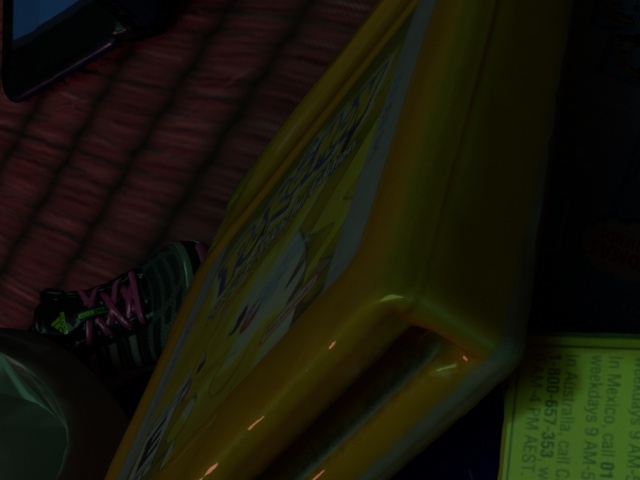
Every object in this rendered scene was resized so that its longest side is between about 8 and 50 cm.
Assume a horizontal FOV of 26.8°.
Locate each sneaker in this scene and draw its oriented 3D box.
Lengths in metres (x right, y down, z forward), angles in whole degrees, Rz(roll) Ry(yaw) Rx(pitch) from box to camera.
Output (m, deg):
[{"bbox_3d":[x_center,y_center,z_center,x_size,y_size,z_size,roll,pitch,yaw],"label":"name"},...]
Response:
[{"bbox_3d":[-0.132,0.051,0.816,0.170,0.075,0.063,-34,59,35],"label":"sneaker"}]

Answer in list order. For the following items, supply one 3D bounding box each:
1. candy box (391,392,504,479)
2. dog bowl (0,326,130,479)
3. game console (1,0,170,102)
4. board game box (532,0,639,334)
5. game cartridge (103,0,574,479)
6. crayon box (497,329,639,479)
[{"bbox_3d":[0.114,0.189,0.508,0.317,0.122,0.268,-25,64,36],"label":"candy box"},{"bbox_3d":[-0.207,0.208,0.779,0.349,0.102,0.348,5,97,44],"label":"dog bowl"},{"bbox_3d":[-0.196,-0.273,0.891,0.173,0.250,0.293,-8,74,16],"label":"game console"},{"bbox_3d":[0.134,-0.070,0.605,0.160,0.039,0.211,24,97,45],"label":"board game box"},{"bbox_3d":[0.000,0.000,0.562,0.285,0.053,0.323,-49,16,40],"label":"game cartridge"},{"bbox_3d":[0.195,0.130,0.320,0.318,0.081,0.202,0,76,33],"label":"crayon box"}]
